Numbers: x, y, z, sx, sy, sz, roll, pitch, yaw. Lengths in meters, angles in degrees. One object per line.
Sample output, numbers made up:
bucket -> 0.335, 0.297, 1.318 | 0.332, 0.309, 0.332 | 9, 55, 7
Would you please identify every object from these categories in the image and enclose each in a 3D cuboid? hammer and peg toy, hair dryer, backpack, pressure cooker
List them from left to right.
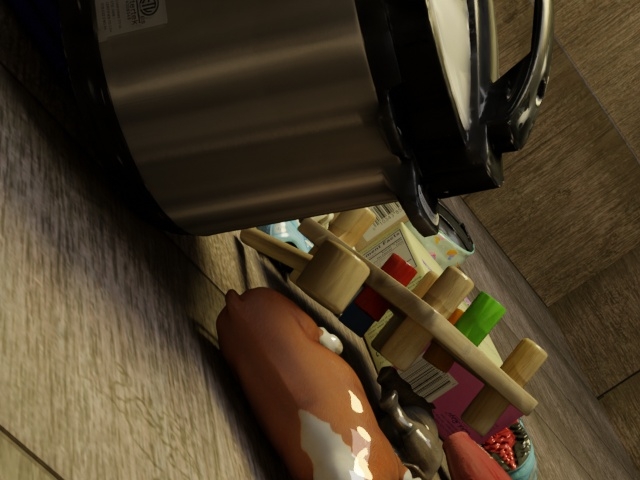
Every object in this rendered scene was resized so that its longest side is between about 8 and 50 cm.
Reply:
pressure cooker -> 0.010, -0.201, 1.337 | 0.375, 0.420, 0.370 | -68, 144, -61
hammer and peg toy -> 0.080, 0.057, 1.598 | 0.361, 0.127, 0.266 | 41, -3, -43
backpack -> 0.157, -0.011, 2.336 | 0.188, 0.144, 0.166 | 32, 13, -9
hair dryer -> 0.187, 0.310, 1.669 | 0.224, 0.080, 0.293 | 52, 11, -13

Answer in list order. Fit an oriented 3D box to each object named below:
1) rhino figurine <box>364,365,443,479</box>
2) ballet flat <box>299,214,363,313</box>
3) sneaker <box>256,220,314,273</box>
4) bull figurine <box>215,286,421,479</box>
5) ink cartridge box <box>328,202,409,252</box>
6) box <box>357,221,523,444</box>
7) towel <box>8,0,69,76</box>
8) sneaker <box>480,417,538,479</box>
rhino figurine -> 0.091, 0.203, 1.598 | 0.106, 0.073, 0.243 | 49, 10, -7
ballet flat -> 0.000, 0.000, 1.839 | 0.203, 0.074, 0.074 | 57, 11, 12
sneaker -> -0.032, 0.018, 1.723 | 0.162, 0.063, 0.073 | 38, 38, -47
bull figurine -> 0.007, 0.175, 1.251 | 0.310, 0.101, 0.188 | 63, 9, 27
ink cartridge box -> 0.089, -0.121, 2.152 | 0.193, 0.234, 0.088 | 51, 10, -16
box -> 0.151, 0.135, 1.955 | 0.213, 0.117, 0.243 | 47, 14, -36
towel -> -0.257, -0.251, 1.515 | 0.228, 0.076, 0.308 | 49, 10, 9
sneaker -> 0.254, 0.294, 2.043 | 0.262, 0.104, 0.125 | -94, 165, -63
